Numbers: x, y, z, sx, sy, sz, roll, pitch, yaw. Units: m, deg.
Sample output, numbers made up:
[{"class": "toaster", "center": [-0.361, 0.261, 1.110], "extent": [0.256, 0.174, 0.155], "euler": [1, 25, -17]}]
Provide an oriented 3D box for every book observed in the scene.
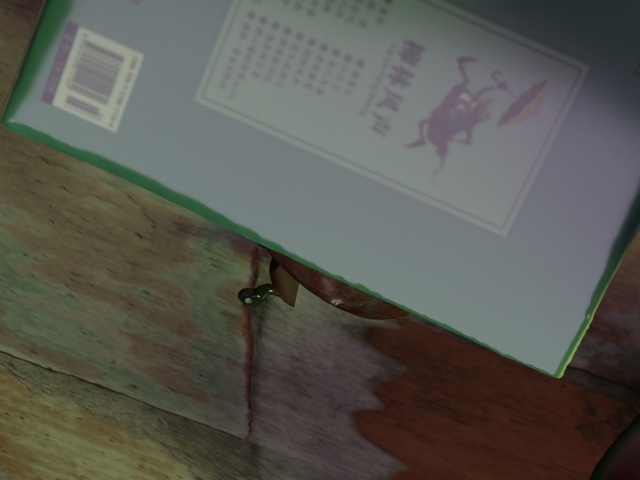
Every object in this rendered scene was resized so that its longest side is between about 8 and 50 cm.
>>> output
[{"class": "book", "center": [0.025, -0.099, 1.007], "extent": [0.379, 0.031, 0.264], "euler": [25, 116, -1]}]

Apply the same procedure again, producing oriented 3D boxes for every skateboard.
[{"class": "skateboard", "center": [0.000, 0.000, 1.272], "extent": [0.080, 0.067, 0.151], "euler": [20, 145, -10]}]

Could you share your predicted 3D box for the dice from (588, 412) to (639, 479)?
[{"class": "dice", "center": [0.363, 0.275, 1.180], "extent": [0.318, 0.322, 0.330], "euler": [38, 144, -20]}]

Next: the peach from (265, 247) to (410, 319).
[{"class": "peach", "center": [0.028, -0.016, 1.139], "extent": [0.152, 0.152, 0.152], "euler": [17, 148, 11]}]
